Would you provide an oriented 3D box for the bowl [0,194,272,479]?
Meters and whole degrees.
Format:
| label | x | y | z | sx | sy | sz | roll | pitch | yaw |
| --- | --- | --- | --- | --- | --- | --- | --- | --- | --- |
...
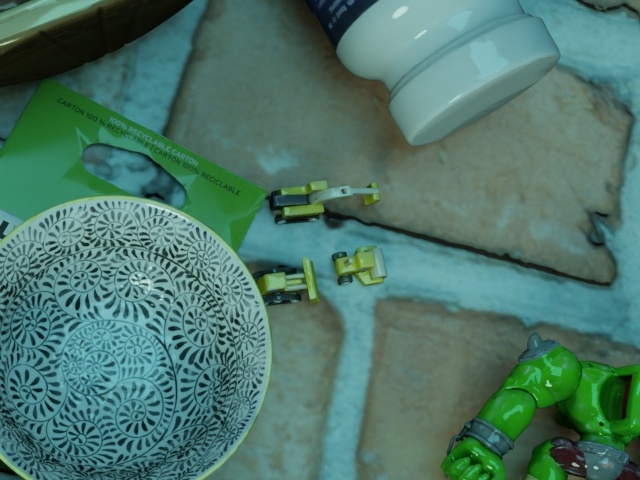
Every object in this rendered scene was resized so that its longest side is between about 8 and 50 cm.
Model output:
| label | x | y | z | sx | sy | sz | roll | pitch | yaw |
| --- | --- | --- | --- | --- | --- | --- | --- | --- | --- |
| bowl | -0.117 | 0.067 | 0.701 | 0.170 | 0.080 | 0.170 | 4 | 71 | -13 |

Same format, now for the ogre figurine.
| label | x | y | z | sx | sy | sz | roll | pitch | yaw |
| --- | --- | --- | --- | --- | --- | --- | --- | --- | --- |
| ogre figurine | 0.189 | 0.142 | 0.854 | 0.197 | 0.097 | 0.118 | 19 | 80 | 4 |

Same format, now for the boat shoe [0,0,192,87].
| label | x | y | z | sx | sy | sz | roll | pitch | yaw |
| --- | --- | --- | --- | --- | --- | --- | --- | --- | --- |
| boat shoe | -0.232 | -0.163 | 0.811 | 0.342 | 0.123 | 0.123 | -23 | 88 | -8 |

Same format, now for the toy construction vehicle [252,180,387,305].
| label | x | y | z | sx | sy | sz | roll | pitch | yaw |
| --- | --- | --- | --- | --- | --- | --- | --- | --- | --- |
| toy construction vehicle | 0.000 | 0.000 | 0.880 | 0.098 | 0.035 | 0.086 | -4 | 75 | -16 |

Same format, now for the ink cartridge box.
| label | x | y | z | sx | sy | sz | roll | pitch | yaw |
| --- | --- | --- | --- | --- | --- | --- | --- | --- | --- |
| ink cartridge box | -0.158 | 0.019 | 0.801 | 0.189 | 0.097 | 0.255 | 27 | 69 | -5 |

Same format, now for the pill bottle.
| label | x | y | z | sx | sy | sz | roll | pitch | yaw |
| --- | --- | --- | --- | --- | --- | --- | --- | --- | --- |
| pill bottle | 0.054 | -0.211 | 0.898 | 0.153 | 0.153 | 0.264 | -25 | 80 | -20 |
